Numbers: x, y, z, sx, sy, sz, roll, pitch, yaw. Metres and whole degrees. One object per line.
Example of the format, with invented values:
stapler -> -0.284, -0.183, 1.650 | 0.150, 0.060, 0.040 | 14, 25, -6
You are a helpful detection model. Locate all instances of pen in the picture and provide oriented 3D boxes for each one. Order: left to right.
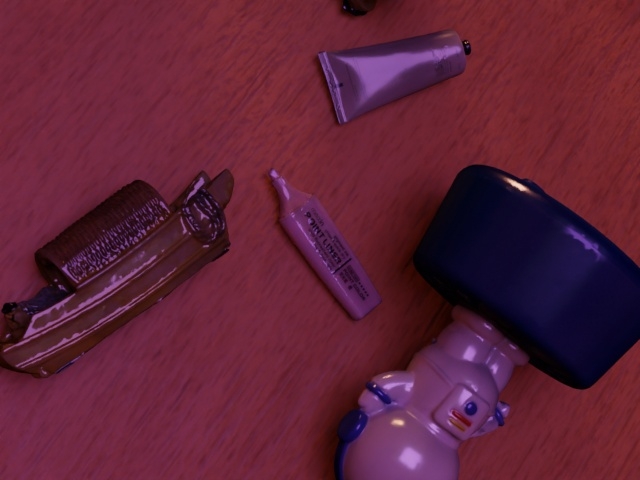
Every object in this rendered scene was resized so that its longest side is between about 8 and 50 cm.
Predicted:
pen -> 0.000, 0.000, 1.514 | 0.053, 0.032, 0.197 | -40, 100, -22

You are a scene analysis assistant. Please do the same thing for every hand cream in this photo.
hand cream -> 0.093, -0.201, 1.573 | 0.186, 0.054, 0.087 | -18, 95, -17

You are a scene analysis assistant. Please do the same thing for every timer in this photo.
timer -> 0.156, 0.138, 1.470 | 0.270, 0.270, 0.384 | 39, 86, -13

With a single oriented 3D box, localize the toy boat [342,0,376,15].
toy boat -> 0.091, -0.487, 1.562 | 0.162, 0.135, 0.446 | 8, 80, -48

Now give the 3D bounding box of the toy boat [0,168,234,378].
toy boat -> -0.216, 0.022, 1.390 | 0.310, 0.089, 0.115 | -36, 106, -23
